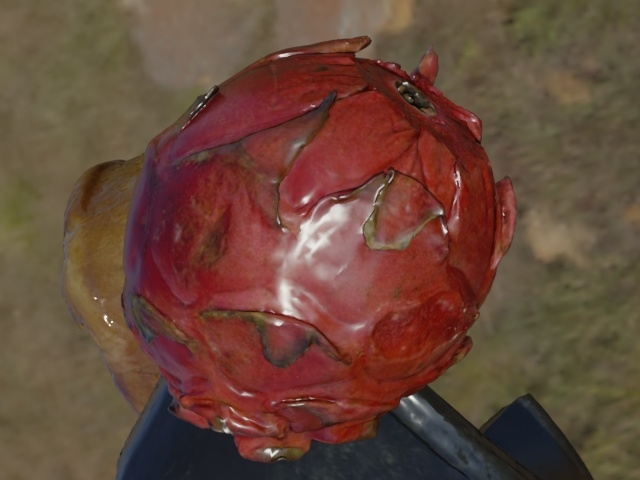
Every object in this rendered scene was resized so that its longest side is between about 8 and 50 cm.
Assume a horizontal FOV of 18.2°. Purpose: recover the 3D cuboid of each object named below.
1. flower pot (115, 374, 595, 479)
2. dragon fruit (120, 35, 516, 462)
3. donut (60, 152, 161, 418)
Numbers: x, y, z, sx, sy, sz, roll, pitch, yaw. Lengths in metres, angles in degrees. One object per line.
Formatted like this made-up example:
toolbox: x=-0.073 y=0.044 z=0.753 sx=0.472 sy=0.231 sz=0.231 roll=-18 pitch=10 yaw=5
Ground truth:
flower pot: x=0.000 y=0.158 z=1.504 sx=0.379 sy=0.251 sz=0.379 roll=44 pitch=-172 yaw=-8
dragon fruit: x=-0.007 y=0.007 z=1.197 sx=0.241 sy=0.241 sz=0.252 roll=55 pitch=142 yaw=37
donut: x=-0.115 y=0.061 z=1.910 sx=0.150 sy=0.317 sz=0.299 roll=-21 pitch=60 yaw=23
